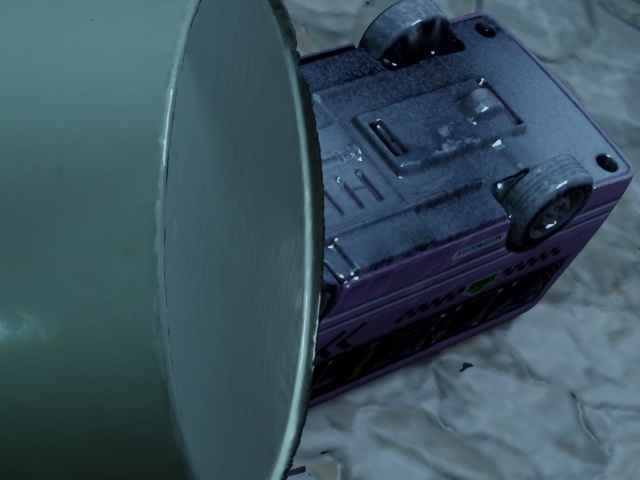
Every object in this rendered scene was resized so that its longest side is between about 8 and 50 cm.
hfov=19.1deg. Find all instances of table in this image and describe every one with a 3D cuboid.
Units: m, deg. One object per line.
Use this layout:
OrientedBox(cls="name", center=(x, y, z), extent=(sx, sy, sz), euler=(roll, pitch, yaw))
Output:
OrientedBox(cls="table", center=(-0.121, 0.001, 0.435), extent=(0.220, 0.126, 0.126), euler=(0, 45, 14))

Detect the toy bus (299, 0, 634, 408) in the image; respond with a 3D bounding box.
OrientedBox(cls="toy bus", center=(0.000, 0.000, 0.563), extent=(0.178, 0.098, 0.087), euler=(-20, 61, -37))
